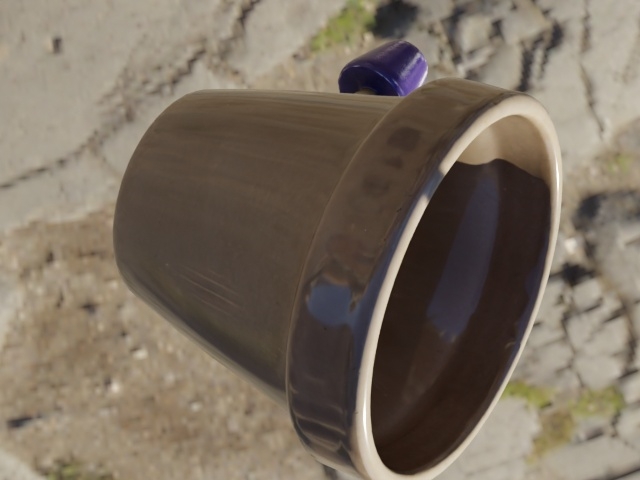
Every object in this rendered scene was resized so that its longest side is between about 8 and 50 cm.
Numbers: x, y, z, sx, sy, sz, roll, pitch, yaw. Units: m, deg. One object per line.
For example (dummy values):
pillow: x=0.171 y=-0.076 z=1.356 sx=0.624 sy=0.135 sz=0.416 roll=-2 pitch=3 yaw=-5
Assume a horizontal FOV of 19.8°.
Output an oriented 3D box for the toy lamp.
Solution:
toy lamp: x=0.007 y=-0.090 z=1.656 sx=0.275 sy=0.080 sz=0.080 roll=-45 pitch=151 yaw=-35

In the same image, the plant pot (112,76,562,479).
plant pot: x=0.000 y=0.000 z=1.177 sx=0.263 sy=0.229 sz=0.263 roll=-41 pitch=141 yaw=-43
